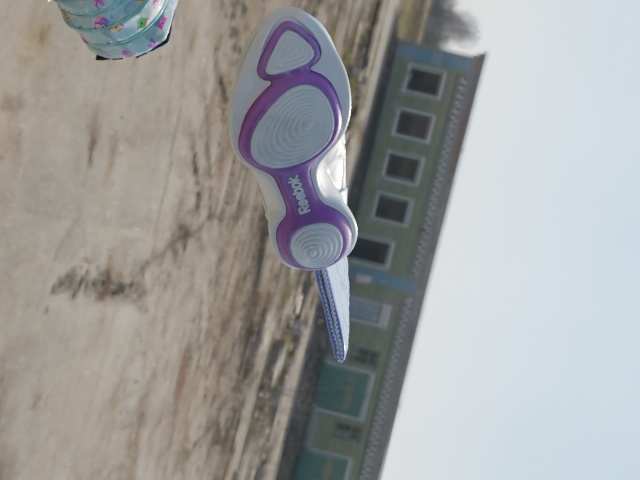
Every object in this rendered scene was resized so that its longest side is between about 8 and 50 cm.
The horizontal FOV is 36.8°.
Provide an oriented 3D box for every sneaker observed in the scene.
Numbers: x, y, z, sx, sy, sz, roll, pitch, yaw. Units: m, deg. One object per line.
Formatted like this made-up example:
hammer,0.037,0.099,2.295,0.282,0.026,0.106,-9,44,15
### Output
sneaker,-0.034,-0.109,0.949,0.305,0.114,0.152,85,-7,-48

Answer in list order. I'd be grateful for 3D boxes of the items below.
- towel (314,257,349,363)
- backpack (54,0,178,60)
towel,0.000,0.000,1.396,0.336,0.040,0.243,-85,161,-71
backpack,-0.212,-0.275,0.985,0.115,0.152,0.182,46,35,-56
